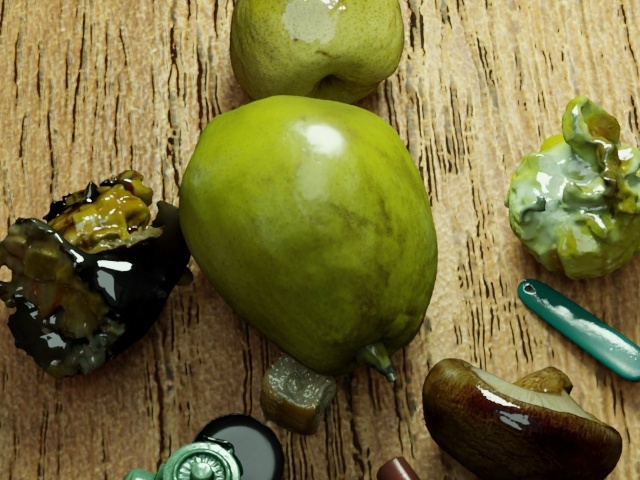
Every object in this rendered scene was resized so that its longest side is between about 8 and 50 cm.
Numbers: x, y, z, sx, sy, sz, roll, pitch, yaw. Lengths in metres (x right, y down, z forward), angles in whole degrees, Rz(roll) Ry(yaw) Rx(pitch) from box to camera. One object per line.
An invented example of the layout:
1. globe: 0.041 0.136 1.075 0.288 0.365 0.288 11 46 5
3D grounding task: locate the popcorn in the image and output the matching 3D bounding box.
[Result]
1. popcorn: 0.313 -0.063 1.628 0.198 0.212 0.198 6 35 -4

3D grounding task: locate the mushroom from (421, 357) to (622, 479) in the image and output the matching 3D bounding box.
1. mushroom: 0.215 0.218 1.514 0.231 0.194 0.138 22 106 18

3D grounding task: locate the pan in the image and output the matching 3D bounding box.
1. pan: -0.130 0.296 1.580 0.115 0.040 0.212 37 69 15

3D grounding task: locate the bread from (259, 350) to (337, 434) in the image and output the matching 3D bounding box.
1. bread: -0.028 0.181 1.607 0.083 0.070 0.077 28 71 17

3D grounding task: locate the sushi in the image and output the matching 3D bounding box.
1. sushi: -0.271 0.032 1.630 0.213 0.204 0.200 -34 94 28

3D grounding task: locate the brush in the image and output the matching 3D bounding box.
1. brush: 0.317 0.109 1.643 0.193 0.032 0.043 37 78 29

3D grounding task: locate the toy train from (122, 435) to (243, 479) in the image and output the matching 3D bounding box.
1. toy train: -0.057 0.364 1.446 0.369 0.150 0.237 16 57 3

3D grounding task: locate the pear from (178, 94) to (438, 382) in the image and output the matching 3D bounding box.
1. pear: 0.000 0.000 1.571 0.287 0.287 0.375 -24 72 -7

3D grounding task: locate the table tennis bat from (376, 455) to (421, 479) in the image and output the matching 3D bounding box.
1. table tennis bat: 0.164 0.359 1.494 0.200 0.038 0.310 -54 53 18

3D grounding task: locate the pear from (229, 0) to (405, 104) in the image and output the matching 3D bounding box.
1. pear: -0.011 -0.277 1.733 0.228 0.188 0.211 -16 70 -1
